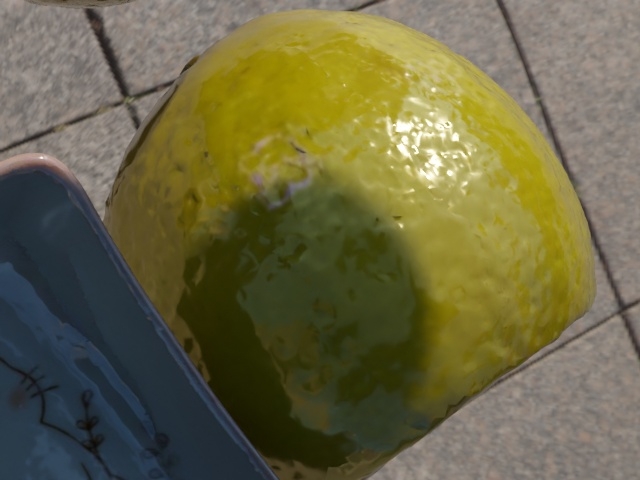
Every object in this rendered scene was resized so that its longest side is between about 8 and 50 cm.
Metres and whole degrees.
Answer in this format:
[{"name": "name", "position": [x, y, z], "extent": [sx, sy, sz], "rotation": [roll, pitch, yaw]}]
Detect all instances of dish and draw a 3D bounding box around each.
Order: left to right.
[{"name": "dish", "position": [-0.106, 0.094, 0.373], "extent": [0.151, 0.077, 0.212], "rotation": [-41, 108, -27]}]

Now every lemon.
[{"name": "lemon", "position": [0.000, 0.000, 0.522], "extent": [0.240, 0.240, 0.219], "rotation": [-33, 82, -19]}]

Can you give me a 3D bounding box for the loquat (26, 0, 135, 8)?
[{"name": "loquat", "position": [-0.093, -0.192, 0.383], "extent": [0.213, 0.213, 0.213], "rotation": [1, 87, -21]}]
